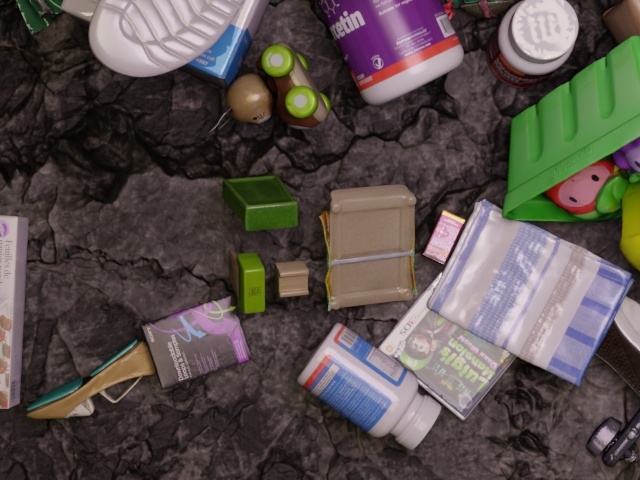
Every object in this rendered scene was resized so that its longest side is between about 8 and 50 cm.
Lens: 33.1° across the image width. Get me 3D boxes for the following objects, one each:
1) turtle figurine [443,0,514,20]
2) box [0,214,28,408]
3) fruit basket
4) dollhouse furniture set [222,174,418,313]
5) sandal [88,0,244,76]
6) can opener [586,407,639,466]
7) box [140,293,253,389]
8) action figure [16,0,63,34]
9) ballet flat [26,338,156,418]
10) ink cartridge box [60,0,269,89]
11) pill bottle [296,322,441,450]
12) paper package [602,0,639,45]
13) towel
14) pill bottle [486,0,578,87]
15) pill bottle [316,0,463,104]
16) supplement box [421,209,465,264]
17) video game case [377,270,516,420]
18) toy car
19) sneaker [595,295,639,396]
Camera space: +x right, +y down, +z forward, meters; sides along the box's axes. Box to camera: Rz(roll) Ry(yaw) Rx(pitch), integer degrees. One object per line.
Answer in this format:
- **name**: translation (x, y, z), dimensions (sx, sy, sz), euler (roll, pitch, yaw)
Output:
- **turtle figurine**: translation (0.282, -0.425, 1.769), dimensions (0.234, 0.175, 0.118), euler (4, 119, 35)
- **box**: translation (-0.537, 0.119, 1.812), dimensions (0.063, 0.067, 0.324), euler (2, 90, 1)
- **fruit basket**: translation (0.488, -0.074, 1.628), dimensions (0.283, 0.392, 0.392), euler (1, 89, -30)
- **dollhouse furniture set**: translation (0.000, 0.000, 1.802), dimensions (0.301, 0.151, 0.198), euler (-5, 110, -16)
- **sandal**: translation (-0.184, -0.404, 1.634), dimensions (0.169, 0.102, 0.416), euler (44, 78, -16)
- **can opener**: translation (0.528, 0.301, 1.788), dimensions (0.186, 0.059, 0.073), euler (-45, 88, 1)
- **box**: translation (-0.207, 0.170, 1.803), dimensions (0.162, 0.029, 0.116), euler (-19, 89, -12)
- **action figure**: translation (-0.508, -0.484, 1.823), dimensions (0.137, 0.063, 0.232), euler (-37, 85, 4)
- **ballet flat**: translation (-0.380, 0.253, 1.802), dimensions (0.232, 0.080, 0.073), euler (-31, 100, 1)
- **ink cartridge box**: translation (-0.201, -0.487, 1.760), dimensions (0.285, 0.166, 0.395), euler (24, 91, 0)
- **pill bottle**: translation (0.082, 0.245, 1.766), dimensions (0.221, 0.124, 0.124), euler (36, 90, 2)
- **paper package**: translation (0.673, -0.314, 1.739), dimensions (0.309, 0.168, 0.325), euler (-29, 89, 2)
- **towel**: translation (0.336, 0.082, 1.748), dimensions (0.285, 0.034, 0.209), euler (28, 91, 19)
- **pill bottle**: translation (0.338, -0.318, 1.718), dimensions (0.121, 0.221, 0.121), euler (0, 89, 2)
- **pill bottle**: translation (0.089, -0.393, 1.729), dimensions (0.181, 0.181, 0.323), euler (-26, 96, 1)
- **supplement box**: translation (0.205, -0.005, 1.801), dimensions (0.043, 0.055, 0.083), euler (25, 89, 3)
- **video game case**: translation (0.222, 0.177, 1.815), dimensions (0.190, 0.022, 0.173), euler (40, 91, 1)
- **toy car**: translation (-0.096, -0.221, 1.769), dimensions (0.188, 0.155, 0.149), euler (-30, 89, 10)
- **sneaker**: translation (0.499, 0.139, 1.788), dimensions (0.123, 0.106, 0.290), euler (-26, 71, -43)
